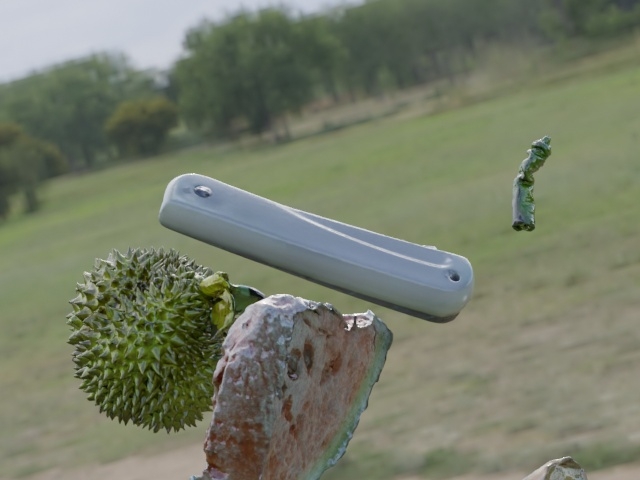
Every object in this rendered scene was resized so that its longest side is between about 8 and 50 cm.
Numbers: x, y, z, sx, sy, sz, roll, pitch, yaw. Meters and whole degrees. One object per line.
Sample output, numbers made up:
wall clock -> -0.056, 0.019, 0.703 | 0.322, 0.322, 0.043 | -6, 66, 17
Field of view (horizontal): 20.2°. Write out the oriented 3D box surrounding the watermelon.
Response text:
watermelon -> -0.026, 0.079, 1.075 | 0.071, 0.139, 0.187 | 17, 45, 23

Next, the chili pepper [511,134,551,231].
chili pepper -> 0.169, -0.047, 1.457 | 0.022, 0.083, 0.027 | 19, -14, -22

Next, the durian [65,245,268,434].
durian -> -0.147, 0.085, 1.546 | 0.146, 0.159, 0.198 | 20, -1, -18

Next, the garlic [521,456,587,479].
garlic -> 0.219, 0.324, 1.832 | 0.087, 0.195, 0.101 | 20, -26, -15

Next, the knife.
knife -> -0.001, 0.002, 1.479 | 0.266, 0.040, 0.073 | 17, 43, -4
